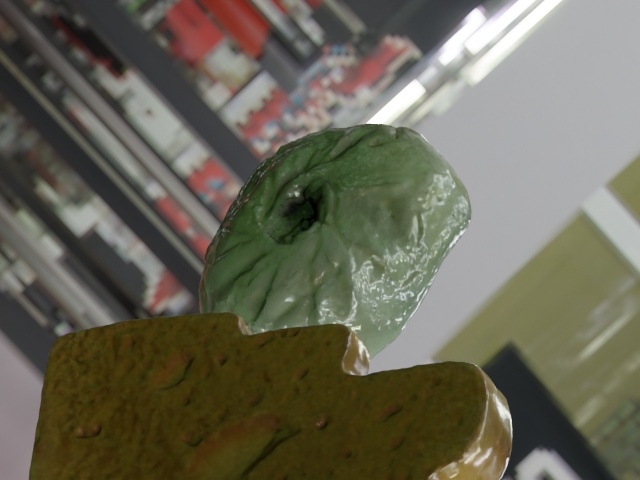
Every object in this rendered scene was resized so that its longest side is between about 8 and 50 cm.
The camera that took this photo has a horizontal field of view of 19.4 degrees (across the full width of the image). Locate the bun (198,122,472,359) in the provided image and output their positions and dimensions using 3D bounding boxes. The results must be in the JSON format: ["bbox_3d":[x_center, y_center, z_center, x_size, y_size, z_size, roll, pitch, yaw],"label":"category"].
[{"bbox_3d":[0.001,-0.002,1.361,0.221,0.108,0.221,-31,-151,19],"label":"bun"}]

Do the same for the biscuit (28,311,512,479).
[{"bbox_3d":[-0.040,0.105,0.771,0.212,0.041,0.238,-44,-134,-11],"label":"biscuit"}]
